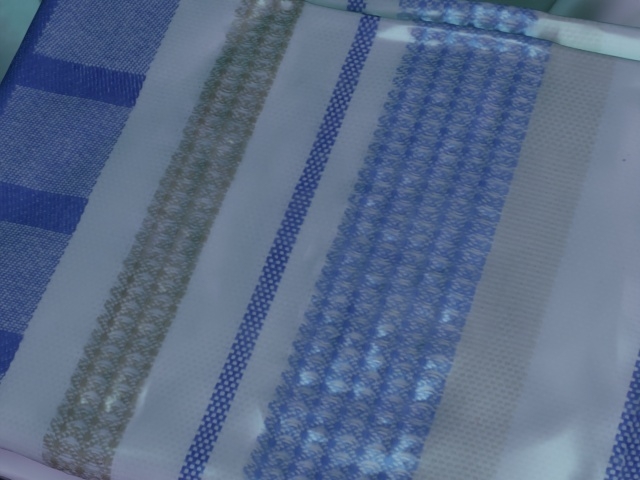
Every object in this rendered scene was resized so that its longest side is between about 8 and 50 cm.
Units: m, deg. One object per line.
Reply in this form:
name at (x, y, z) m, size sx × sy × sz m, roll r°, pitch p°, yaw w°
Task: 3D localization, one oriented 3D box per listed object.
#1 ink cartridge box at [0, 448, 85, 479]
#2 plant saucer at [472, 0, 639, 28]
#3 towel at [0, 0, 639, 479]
ink cartridge box at (-0.132, 0.069, 0.548) m, size 0.180 × 0.104 × 0.060 m, roll 12°, pitch 66°, yaw 19°
plant saucer at (0.178, -0.019, 0.530) m, size 0.400 × 0.100 × 0.400 m, roll -5°, pitch 60°, yaw 9°
towel at (0.000, 0.000, 0.481) m, size 0.285 × 0.034 × 0.209 m, roll 11°, pitch 64°, yaw 19°
